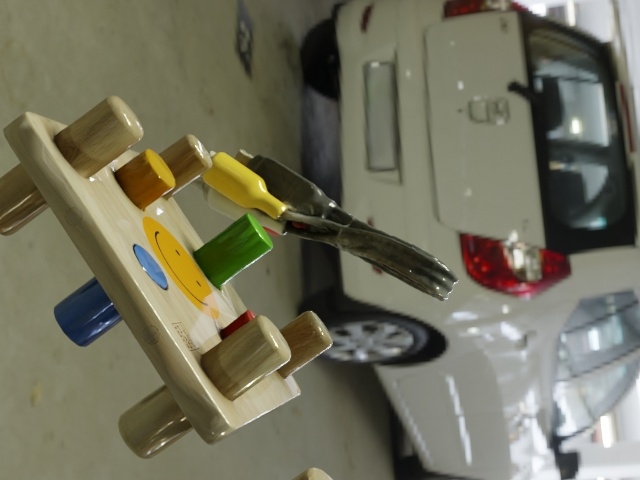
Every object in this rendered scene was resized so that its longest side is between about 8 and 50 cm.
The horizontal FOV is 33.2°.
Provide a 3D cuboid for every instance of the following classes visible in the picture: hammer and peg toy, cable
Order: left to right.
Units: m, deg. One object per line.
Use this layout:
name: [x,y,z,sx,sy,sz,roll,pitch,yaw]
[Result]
hammer and peg toy: [-0.082,0.070,0.793,0.361,0.127,0.266,56,6,8]
cable: [0.000,0.000,0.960,0.072,0.287,0.139,-51,149,-8]
